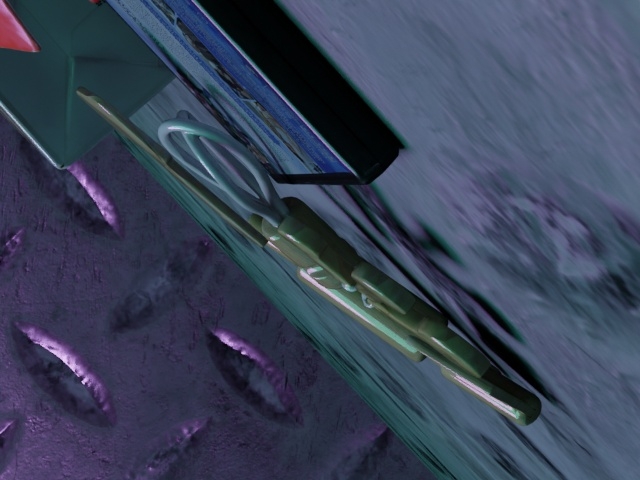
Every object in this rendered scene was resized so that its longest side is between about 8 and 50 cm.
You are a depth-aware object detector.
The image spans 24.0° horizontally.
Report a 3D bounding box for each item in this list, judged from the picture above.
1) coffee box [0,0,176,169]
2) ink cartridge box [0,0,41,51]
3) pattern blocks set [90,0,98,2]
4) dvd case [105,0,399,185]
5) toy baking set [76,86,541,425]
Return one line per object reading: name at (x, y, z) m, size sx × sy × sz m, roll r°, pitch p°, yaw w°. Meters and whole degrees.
coffee box at (-0.185, -0.135, 0.953) m, size 0.141 × 0.098 × 0.246 m, roll 50°, pitch 174°, yaw -15°
ink cartridge box at (-0.292, -0.184, 0.735) m, size 0.239 × 0.060 × 0.275 m, roll 16°, pitch 149°, yaw 43°
pattern blocks set at (-0.189, -0.221, 0.571) m, size 0.285 × 0.026 × 0.325 m, roll 56°, pitch 173°, yaw -30°
dvd case at (-0.056, -0.094, 0.641) m, size 0.180 × 0.022 × 0.253 m, roll 47°, pitch 175°, yaw -8°
toy baking set at (0.002, 0.002, 0.739) m, size 0.256 × 0.030 × 0.197 m, roll 35°, pitch 174°, yaw 18°
